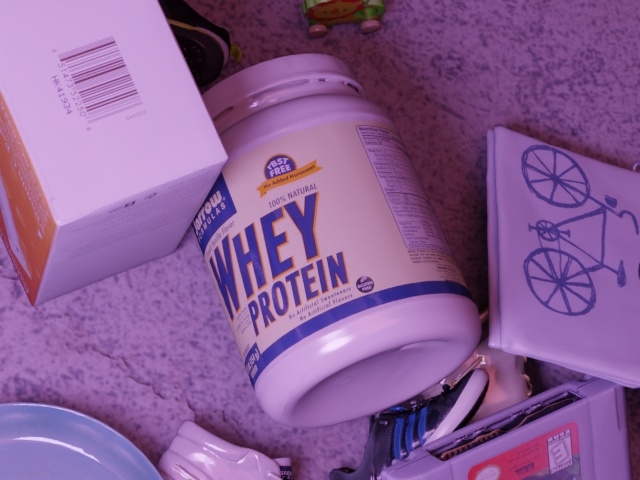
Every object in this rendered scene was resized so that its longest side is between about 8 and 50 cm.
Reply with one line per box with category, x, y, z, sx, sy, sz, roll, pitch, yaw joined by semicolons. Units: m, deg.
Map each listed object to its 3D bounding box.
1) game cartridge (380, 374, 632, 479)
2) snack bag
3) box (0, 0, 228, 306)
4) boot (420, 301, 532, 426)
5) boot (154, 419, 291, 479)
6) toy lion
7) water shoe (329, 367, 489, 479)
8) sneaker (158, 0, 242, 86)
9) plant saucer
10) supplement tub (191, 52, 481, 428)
game cartridge;0.201;0.269;1.723;0.294;0.060;0.196;-21;119;-25
snack bag;0.337;0.035;1.814;0.342;0.037;0.323;16;46;-14
box;-0.231;-0.094;1.613;0.168;0.345;0.215;-22;81;-17
boot;0.213;0.143;1.801;0.213;0.077;0.165;-31;83;-12
boot;-0.050;0.278;1.689;0.258;0.095;0.123;27;78;-4
toy lion;0.026;-0.258;1.853;0.100;0.096;0.034;-7;77;-16
water shoe;0.089;0.198;1.729;0.080;0.073;0.203;41;92;12
sneaker;-0.199;-0.235;1.815;0.234;0.084;0.097;27;32;3
plant saucer;-0.289;0.310;1.596;0.317;0.044;0.318;4;62;-7
supplement tub;0.000;0.000;1.689;0.235;0.235;0.325;-16;67;-17
